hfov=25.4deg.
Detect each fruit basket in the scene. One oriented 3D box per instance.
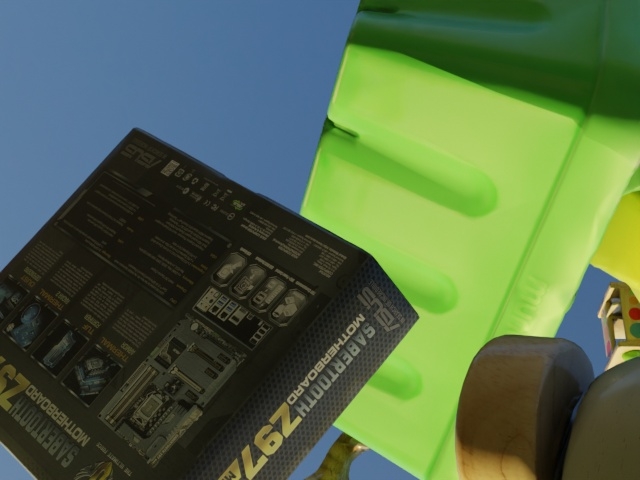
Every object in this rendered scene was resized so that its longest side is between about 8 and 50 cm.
[{"bbox_3d":[0.176,-0.021,0.911,0.392,0.392,0.283,-29,-152,34],"label":"fruit basket"}]

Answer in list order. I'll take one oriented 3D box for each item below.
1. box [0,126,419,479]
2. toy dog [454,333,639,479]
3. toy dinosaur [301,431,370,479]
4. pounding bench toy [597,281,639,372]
[{"bbox_3d":[-0.087,0.052,0.739,0.183,0.059,0.232,-49,-140,-12],"label":"box"},{"bbox_3d":[0.145,0.184,0.592,0.220,0.161,0.334,24,-85,36],"label":"toy dog"},{"bbox_3d":[-0.020,0.231,1.128,0.211,0.064,0.112,-41,-100,-15],"label":"toy dinosaur"},{"bbox_3d":[0.254,0.066,1.116,0.052,0.083,0.065,1,-121,-2],"label":"pounding bench toy"}]
